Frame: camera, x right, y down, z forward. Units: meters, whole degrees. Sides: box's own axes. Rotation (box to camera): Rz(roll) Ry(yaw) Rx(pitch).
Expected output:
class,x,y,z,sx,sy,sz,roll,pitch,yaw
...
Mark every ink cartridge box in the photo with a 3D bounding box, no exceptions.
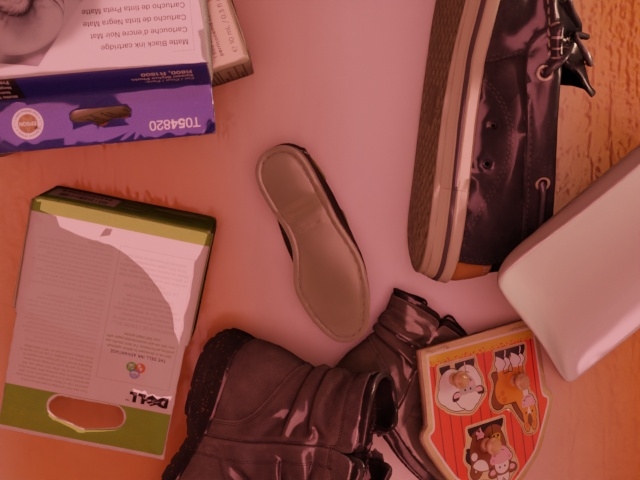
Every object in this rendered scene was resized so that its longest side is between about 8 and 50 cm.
class,x,y,z,sx,sy,sz,roll,pitch,yaw
ink cartridge box,-0.214,-0.199,0.893,0.224,0.045,0.223,-6,94,-1
ink cartridge box,-0.231,0.086,1.054,0.189,0.097,0.255,12,99,-4

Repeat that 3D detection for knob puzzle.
class,x,y,z,sx,sy,sz,roll,pitch,yaw
knob puzzle,0.192,0.197,1.071,0.213,0.030,0.213,1,89,-33

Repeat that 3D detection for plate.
class,x,y,z,sx,sy,sz,roll,pitch,yaw
plate,0.322,0.005,1.027,0.277,0.045,0.278,-41,139,2

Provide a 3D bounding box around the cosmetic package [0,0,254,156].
class,x,y,z,sx,sy,sz,roll,pitch,yaw
cosmetic package,-0.228,-0.190,0.992,0.296,0.153,0.129,-19,96,-2

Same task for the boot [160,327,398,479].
class,x,y,z,sx,sy,sz,roll,pitch,yaw
boot,-0.054,0.275,1.026,0.223,0.118,0.338,17,99,27

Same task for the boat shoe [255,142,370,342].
class,x,y,z,sx,sy,sz,roll,pitch,yaw
boat shoe,0.000,0.000,1.065,0.081,0.068,0.227,-20,98,12

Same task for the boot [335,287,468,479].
class,x,y,z,sx,sy,sz,roll,pitch,yaw
boot,0.134,0.180,1.091,0.246,0.083,0.161,43,88,-8

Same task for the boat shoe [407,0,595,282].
class,x,y,z,sx,sy,sz,roll,pitch,yaw
boat shoe,0.199,-0.195,0.998,0.156,0.187,0.499,5,103,-5
